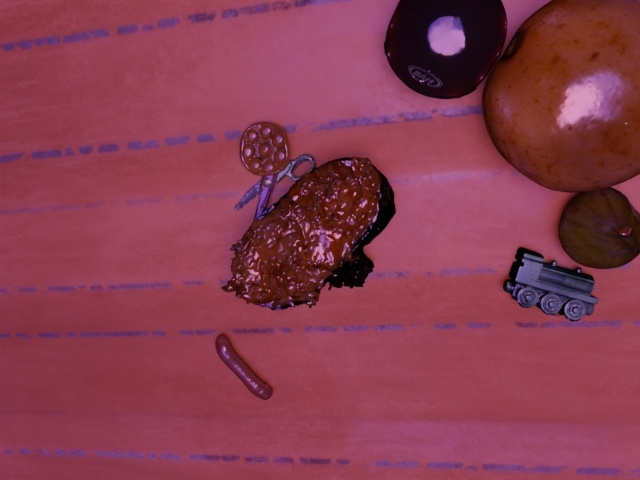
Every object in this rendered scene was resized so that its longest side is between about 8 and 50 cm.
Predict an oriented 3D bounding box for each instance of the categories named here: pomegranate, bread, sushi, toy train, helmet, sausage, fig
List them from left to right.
[{"bbox_3d":[-0.181,0.295,1.132,0.043,0.043,0.186,-38,96,18],"label":"sausage"},{"bbox_3d":[-0.110,-0.180,0.973,0.110,0.024,0.110,2,102,10],"label":"bread"},{"bbox_3d":[0.000,0.000,0.930,0.234,0.207,0.348,45,103,0],"label":"sushi"},{"bbox_3d":[0.206,-0.336,0.813,0.189,0.193,0.215,29,67,1],"label":"helmet"},{"bbox_3d":[0.444,0.087,0.943,0.171,0.071,0.111,16,101,5],"label":"toy train"},{"bbox_3d":[0.399,-0.225,0.756,0.308,0.307,0.307,3,106,10],"label":"pomegranate"},{"bbox_3d":[0.485,-0.013,0.813,0.149,0.245,0.149,2,99,13],"label":"fig"}]

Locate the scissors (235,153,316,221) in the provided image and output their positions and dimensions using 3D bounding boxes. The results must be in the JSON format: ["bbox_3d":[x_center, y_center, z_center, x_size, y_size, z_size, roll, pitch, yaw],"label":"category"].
[{"bbox_3d":[-0.105,-0.122,1.008,0.134,0.020,0.187,37,106,1],"label":"scissors"}]
